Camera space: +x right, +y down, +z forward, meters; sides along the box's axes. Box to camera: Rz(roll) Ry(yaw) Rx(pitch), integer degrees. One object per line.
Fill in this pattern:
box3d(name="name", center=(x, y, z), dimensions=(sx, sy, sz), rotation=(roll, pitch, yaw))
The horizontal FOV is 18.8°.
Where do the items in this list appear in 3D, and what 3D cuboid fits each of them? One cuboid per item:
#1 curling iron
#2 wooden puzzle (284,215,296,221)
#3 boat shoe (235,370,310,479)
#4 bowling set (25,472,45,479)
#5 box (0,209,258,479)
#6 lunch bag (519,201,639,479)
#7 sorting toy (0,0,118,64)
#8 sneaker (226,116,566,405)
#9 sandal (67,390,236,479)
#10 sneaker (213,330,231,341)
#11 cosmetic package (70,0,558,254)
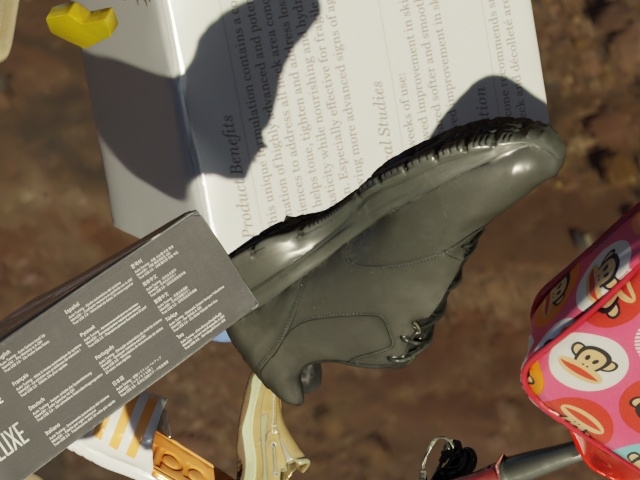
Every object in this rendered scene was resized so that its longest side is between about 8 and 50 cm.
box3d(name="curling iron", center=(0.179, 0.216, 1.899), dimensions=(0.274, 0.035, 0.068), rotation=(-20, 58, 57))
box3d(name="wooden puzzle", center=(0.000, 0.000, 1.491), dimensions=(0.083, 0.006, 0.049), rotation=(9, 32, -24))
box3d(name="boat shoe", center=(-0.045, 0.220, 1.948), dimensions=(0.072, 0.068, 0.190), rotation=(1, 73, 12))
box3d(name="bowling set", center=(-0.161, 0.303, 1.349), dimensions=(0.287, 0.154, 0.200), rotation=(17, 48, 31))
box3d(name="box", center=(-0.216, 0.113, 1.165), dimensions=(0.307, 0.076, 0.242), rotation=(-36, 6, -35))
box3d(name="lunch bag", center=(0.313, 0.115, 1.552), dimensions=(0.258, 0.293, 0.120), rotation=(-46, 17, 37))
box3d(name="sorting toy", center=(-0.311, -0.252, 1.695), dimensions=(0.307, 0.229, 0.041), rotation=(24, 51, 0))
box3d(name="sneaker", center=(0.054, 0.014, 1.302), dimensions=(0.286, 0.130, 0.109), rotation=(-30, 2, 30))
box3d(name="sandal", center=(-0.164, 0.196, 1.958), dimensions=(0.076, 0.265, 0.102), rotation=(-55, 13, 23))
box3d(name="sneaker", center=(-0.008, 0.067, 1.847), dimensions=(0.232, 0.090, 0.081), rotation=(-13, 47, -7))
box3d(name="cosmetic package", center=(-0.018, -0.191, 2.019), dimensions=(0.394, 0.329, 0.327), rotation=(-15, 14, -21))
